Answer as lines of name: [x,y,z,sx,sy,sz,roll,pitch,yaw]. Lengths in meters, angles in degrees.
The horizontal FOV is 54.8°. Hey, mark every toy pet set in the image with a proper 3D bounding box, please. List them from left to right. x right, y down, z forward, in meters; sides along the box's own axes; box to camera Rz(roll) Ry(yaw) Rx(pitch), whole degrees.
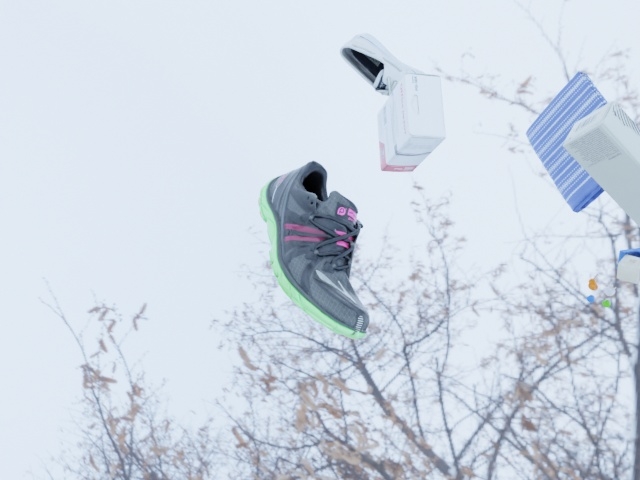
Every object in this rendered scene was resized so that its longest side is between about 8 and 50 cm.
toy pet set: [0.589,0.074,1.186,0.065,0.122,0.114,-34,-52,-36]

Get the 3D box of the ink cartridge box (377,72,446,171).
ink cartridge box: [0.130,-0.168,0.903,0.056,0.135,0.099,1,-103,-12]

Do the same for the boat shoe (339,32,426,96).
boat shoe: [0.158,-0.378,1.431,0.267,0.096,0.088,45,-127,7]

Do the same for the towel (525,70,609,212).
towel: [0.699,-0.266,1.660,0.040,0.243,0.336,11,-135,-27]

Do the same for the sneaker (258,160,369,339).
sneaker: [0.000,0.000,1.376,0.185,0.202,0.482,28,-149,-49]

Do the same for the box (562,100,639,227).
box: [0.668,-0.159,1.338,0.275,0.113,0.094,44,-123,-8]
